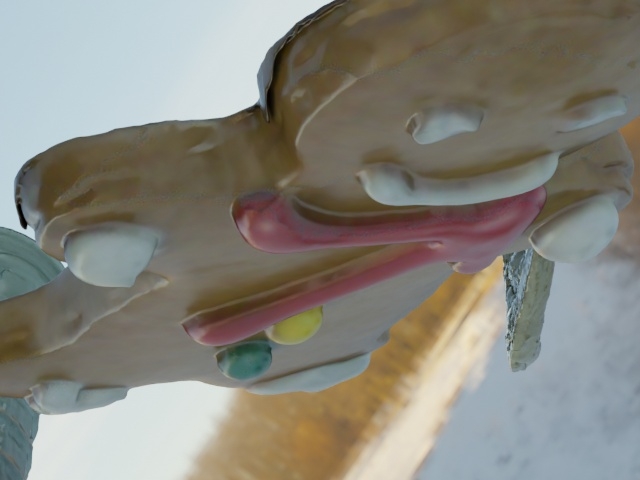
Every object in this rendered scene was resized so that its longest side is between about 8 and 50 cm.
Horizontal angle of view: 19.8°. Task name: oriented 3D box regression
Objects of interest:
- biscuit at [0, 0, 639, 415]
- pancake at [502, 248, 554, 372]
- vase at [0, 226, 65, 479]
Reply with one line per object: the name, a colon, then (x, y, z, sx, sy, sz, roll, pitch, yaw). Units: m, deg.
biscuit: (0.000, 0.000, 0.606, 0.216, 0.047, 0.340, -3, -19, -32)
pancake: (0.119, -0.003, 1.047, 0.158, 0.028, 0.158, 2, -90, -89)
vase: (-0.216, 0.135, 1.078, 0.299, 0.143, 0.143, -97, 30, -50)
